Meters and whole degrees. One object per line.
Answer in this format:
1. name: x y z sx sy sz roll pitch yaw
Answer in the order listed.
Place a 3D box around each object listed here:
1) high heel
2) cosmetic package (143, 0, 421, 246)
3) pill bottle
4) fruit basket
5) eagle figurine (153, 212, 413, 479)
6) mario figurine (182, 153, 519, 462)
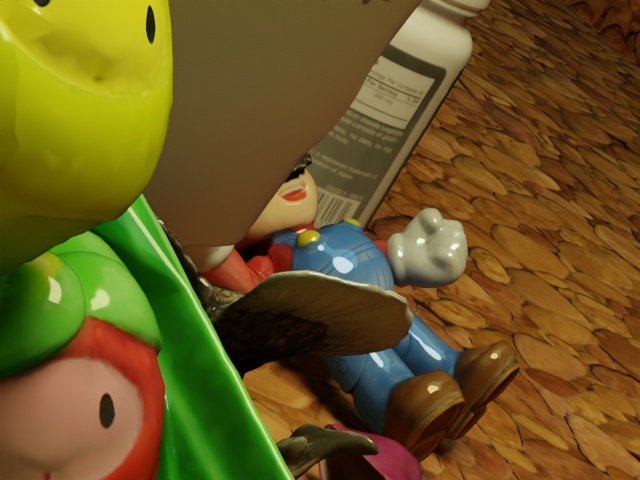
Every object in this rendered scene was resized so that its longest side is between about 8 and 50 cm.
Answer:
1. high heel: 0.018 0.163 1.018 0.117 0.082 0.244 36 18 10
2. cosmetic package: -0.166 -0.245 1.066 0.327 0.329 0.394 2 57 -29
3. pill bottle: 0.028 -0.145 1.509 0.161 0.283 0.161 28 18 -10
4. fruit basket: -0.154 0.006 0.661 0.392 0.392 0.283 6 47 -52
5. eagle figurine: -0.119 0.049 0.951 0.225 0.226 0.298 -12 47 -35
6. mario figurine: 0.000 0.000 1.263 0.320 0.170 0.198 43 -3 16
